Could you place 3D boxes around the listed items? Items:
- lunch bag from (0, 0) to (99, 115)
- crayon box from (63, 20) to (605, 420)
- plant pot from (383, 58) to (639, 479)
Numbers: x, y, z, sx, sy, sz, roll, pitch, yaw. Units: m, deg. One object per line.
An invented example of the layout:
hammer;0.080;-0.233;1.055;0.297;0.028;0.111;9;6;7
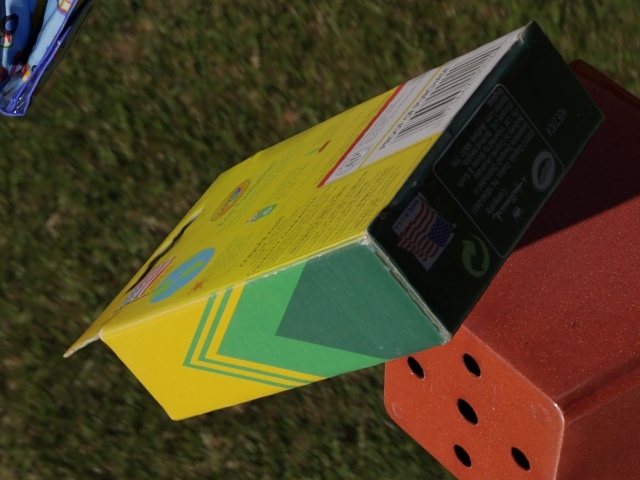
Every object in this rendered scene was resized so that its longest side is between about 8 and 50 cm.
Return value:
lunch bag;-0.298;-0.290;1.940;0.138;0.293;0.221;20;33;-4
crayon box;0.000;0.000;1.055;0.318;0.081;0.202;-20;24;50
plant pot;0.195;0.073;1.331;0.236;0.267;0.267;-33;56;-26
